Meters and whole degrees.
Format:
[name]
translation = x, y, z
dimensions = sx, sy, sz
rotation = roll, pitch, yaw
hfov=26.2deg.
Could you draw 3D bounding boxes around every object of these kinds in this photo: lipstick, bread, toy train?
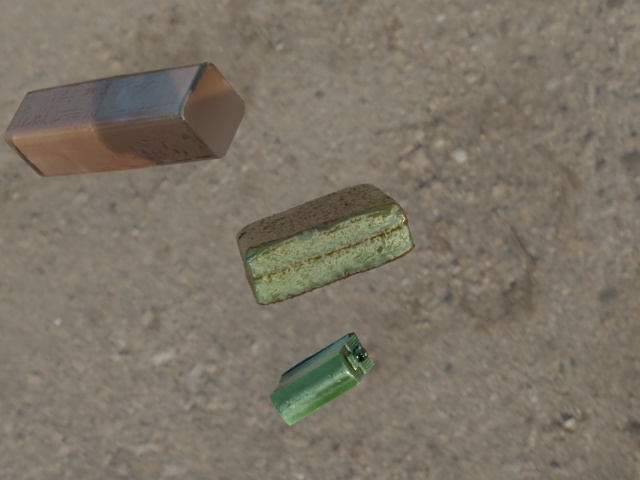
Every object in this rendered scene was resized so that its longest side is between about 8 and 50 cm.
[lipstick]
translation = -0.116, -0.069, 0.802
dimensions = 0.145, 0.045, 0.045
rotation = -4, 50, 36
[bread]
translation = 0.000, 0.000, 0.752
dimensions = 0.090, 0.035, 0.094
rotation = -19, 10, -4
[toy train]
translation = 0.000, 0.120, 1.185
dimensions = 0.093, 0.056, 0.038
rotation = -33, 94, 19
